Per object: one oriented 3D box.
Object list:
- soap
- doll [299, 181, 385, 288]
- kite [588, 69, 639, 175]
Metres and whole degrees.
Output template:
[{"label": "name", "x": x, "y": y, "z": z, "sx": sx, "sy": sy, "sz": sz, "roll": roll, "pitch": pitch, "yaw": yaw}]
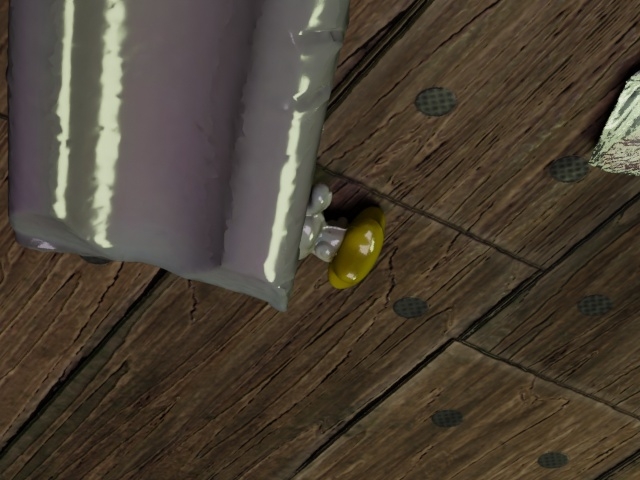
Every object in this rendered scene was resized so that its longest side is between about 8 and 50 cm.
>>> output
[{"label": "soap", "x": -0.071, "y": -0.216, "z": 0.981, "sx": 0.213, "sy": 0.350, "sz": 0.435, "roll": 13, "pitch": 137, "yaw": -1}, {"label": "doll", "x": -0.003, "y": 0.005, "z": 1.431, "sx": 0.113, "sy": 0.071, "sz": 0.135, "roll": 37, "pitch": 133, "yaw": -24}, {"label": "kite", "x": 0.424, "y": -0.087, "z": 1.348, "sx": 0.360, "sy": 0.022, "sz": 0.204, "roll": 20, "pitch": 133, "yaw": -20}]
